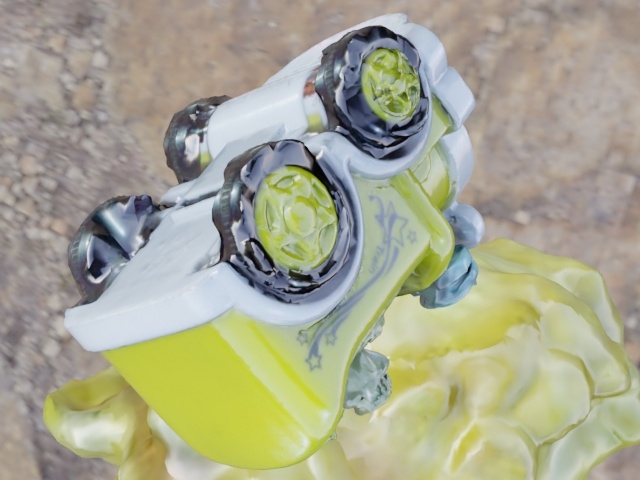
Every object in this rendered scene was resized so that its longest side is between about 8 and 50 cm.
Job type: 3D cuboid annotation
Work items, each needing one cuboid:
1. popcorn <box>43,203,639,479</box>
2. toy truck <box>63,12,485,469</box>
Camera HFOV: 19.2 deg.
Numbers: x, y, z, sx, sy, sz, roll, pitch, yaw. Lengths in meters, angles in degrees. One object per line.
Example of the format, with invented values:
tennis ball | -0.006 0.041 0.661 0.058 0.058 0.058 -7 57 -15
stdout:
popcorn | 0.009 0.110 0.856 0.235 0.242 0.250 -15 119 -50
toy truck | 0.000 0.000 0.440 0.077 0.076 0.111 52 53 -18
